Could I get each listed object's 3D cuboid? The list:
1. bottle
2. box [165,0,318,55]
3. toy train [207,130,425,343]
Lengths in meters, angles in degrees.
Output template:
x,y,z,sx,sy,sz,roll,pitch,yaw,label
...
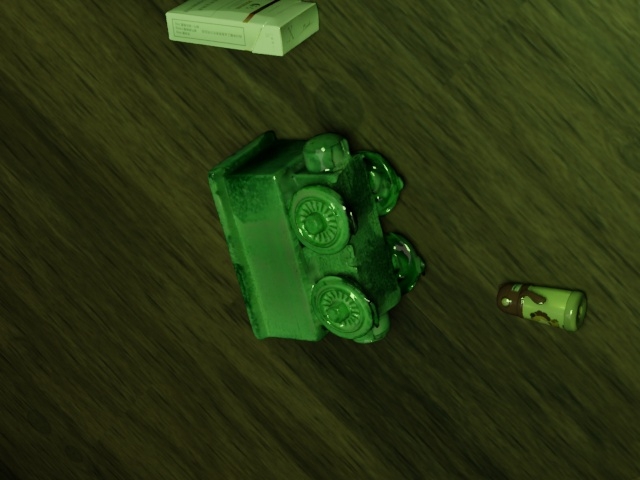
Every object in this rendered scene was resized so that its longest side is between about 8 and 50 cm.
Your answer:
x,y,z,sx,sy,sz,roll,pitch,yaw,label
0.250,0.075,1.247,0.101,0.047,0.063,10,133,29,bottle
-0.089,-0.250,1.241,0.154,0.084,0.040,14,123,27,box
0.000,0.000,1.299,0.202,0.145,0.266,3,119,35,toy train
